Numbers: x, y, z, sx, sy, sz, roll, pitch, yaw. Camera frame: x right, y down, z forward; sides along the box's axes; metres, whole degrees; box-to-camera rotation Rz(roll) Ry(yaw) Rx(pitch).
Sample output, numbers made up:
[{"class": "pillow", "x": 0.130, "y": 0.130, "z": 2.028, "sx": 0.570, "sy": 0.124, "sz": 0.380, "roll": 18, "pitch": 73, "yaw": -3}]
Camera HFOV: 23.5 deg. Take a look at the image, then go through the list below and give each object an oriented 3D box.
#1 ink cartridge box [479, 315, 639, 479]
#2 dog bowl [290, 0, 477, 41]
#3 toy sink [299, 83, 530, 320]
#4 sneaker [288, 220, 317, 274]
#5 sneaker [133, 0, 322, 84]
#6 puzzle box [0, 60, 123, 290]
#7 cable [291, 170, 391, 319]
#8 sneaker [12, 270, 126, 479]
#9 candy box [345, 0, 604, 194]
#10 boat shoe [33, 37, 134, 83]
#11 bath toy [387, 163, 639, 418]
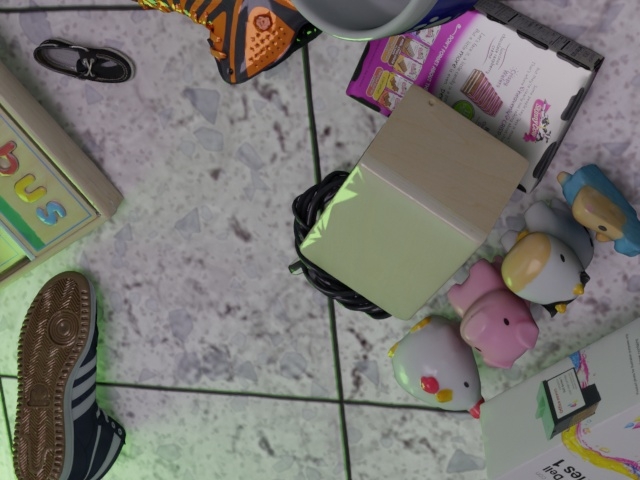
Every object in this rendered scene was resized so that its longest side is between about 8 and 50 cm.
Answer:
[{"class": "ink cartridge box", "x": 0.342, "y": 0.207, "z": 1.671, "sx": 0.278, "sy": 0.117, "sz": 0.201, "roll": -33, "pitch": 126, "yaw": 29}, {"class": "dog bowl", "x": 0.060, "y": -0.336, "z": 1.535, "sx": 0.265, "sy": 0.104, "sz": 0.265, "roll": 20, "pitch": 117, "yaw": 45}, {"class": "toy sink", "x": 0.098, "y": -0.038, "z": 1.665, "sx": 0.152, "sy": 0.131, "sz": 0.234, "roll": 34, "pitch": 151, "yaw": 0}, {"class": "sneaker", "x": 0.000, "y": 0.000, "z": 1.823, "sx": 0.109, "sy": 0.040, "sz": 0.044, "roll": -40, "pitch": 88, "yaw": 21}, {"class": "sneaker", "x": -0.143, "y": -0.260, "z": 1.728, "sx": 0.321, "sy": 0.124, "sz": 0.180, "roll": -1, "pitch": 109, "yaw": 23}, {"class": "puzzle box", "x": -0.473, "y": -0.126, "z": 1.906, "sx": 0.272, "sy": 0.052, "sz": 0.409, "roll": -31, "pitch": 110, "yaw": 29}, {"class": "cable", "x": 0.048, "y": 0.004, "z": 1.771, "sx": 0.184, "sy": 0.047, "sz": 0.151, "roll": 25, "pitch": 95, "yaw": -2}, {"class": "sneaker", "x": -0.318, "y": 0.187, "z": 2.003, "sx": 0.099, "sy": 0.153, "sz": 0.282, "roll": 3, "pitch": 81, "yaw": 24}, {"class": "candy box", "x": 0.165, "y": -0.177, "z": 1.664, "sx": 0.233, "sy": 0.071, "sz": 0.159, "roll": 30, "pitch": 118, "yaw": 10}, {"class": "boat shoe", "x": -0.286, "y": -0.214, "z": 1.854, "sx": 0.125, "sy": 0.038, "sz": 0.046, "roll": 20, "pitch": 116, "yaw": 14}, {"class": "bath toy", "x": 0.211, "y": 0.074, "z": 1.696, "sx": 0.129, "sy": 0.151, "sz": 0.348, "roll": 51, "pitch": 123, "yaw": 15}]
